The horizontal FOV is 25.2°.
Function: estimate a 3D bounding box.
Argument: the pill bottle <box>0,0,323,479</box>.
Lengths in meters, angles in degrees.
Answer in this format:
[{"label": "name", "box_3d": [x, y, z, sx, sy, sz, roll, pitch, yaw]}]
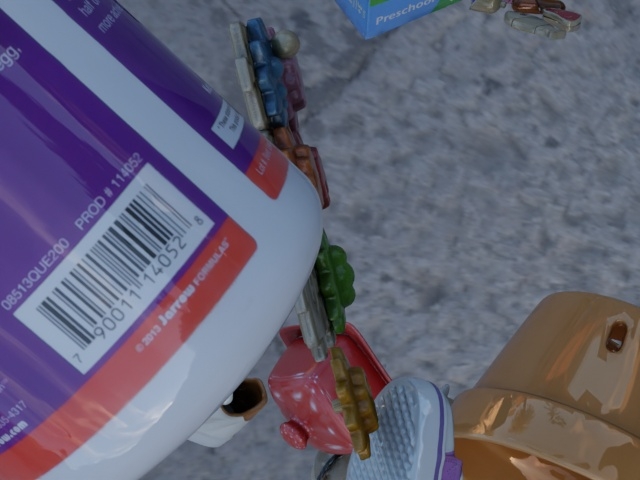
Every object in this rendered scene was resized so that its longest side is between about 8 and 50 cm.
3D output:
[{"label": "pill bottle", "box_3d": [-0.166, -0.051, 0.572, 0.323, 0.181, 0.181, 42, 105, -13]}]

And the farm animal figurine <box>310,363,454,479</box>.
[{"label": "farm animal figurine", "box_3d": [0.091, 0.248, 1.782, 0.330, 0.327, 0.172, 28, 118, 22]}]

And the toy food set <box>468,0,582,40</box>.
[{"label": "toy food set", "box_3d": [0.168, -0.197, 1.188, 0.122, 0.078, 0.019, 28, 123, 38]}]

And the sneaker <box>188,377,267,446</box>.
[{"label": "sneaker", "box_3d": [-0.185, 0.168, 1.720, 0.123, 0.290, 0.105, -37, 54, 30]}]

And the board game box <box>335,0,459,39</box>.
[{"label": "board game box", "box_3d": [0.082, -0.183, 0.548, 0.160, 0.211, 0.039, -24, 61, -15]}]

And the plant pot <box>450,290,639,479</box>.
[{"label": "plant pot", "box_3d": [0.289, 0.190, 1.525, 0.291, 0.291, 0.203, 18, 68, 24]}]

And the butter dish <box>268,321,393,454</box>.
[{"label": "butter dish", "box_3d": [0.004, 0.178, 1.545, 0.160, 0.118, 0.160, 56, 151, -14]}]

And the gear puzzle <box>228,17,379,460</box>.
[{"label": "gear puzzle", "box_3d": [0.000, 0.000, 1.068, 0.044, 0.175, 0.338, -13, 92, 5]}]

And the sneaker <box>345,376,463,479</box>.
[{"label": "sneaker", "box_3d": [0.106, 0.240, 1.159, 0.102, 0.161, 0.282, -146, 58, -61]}]
